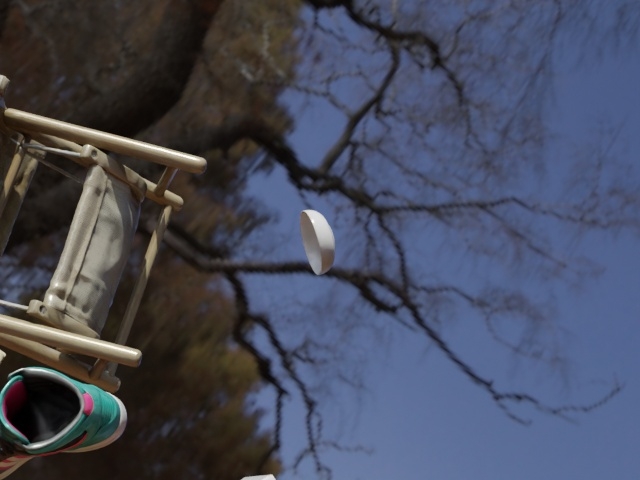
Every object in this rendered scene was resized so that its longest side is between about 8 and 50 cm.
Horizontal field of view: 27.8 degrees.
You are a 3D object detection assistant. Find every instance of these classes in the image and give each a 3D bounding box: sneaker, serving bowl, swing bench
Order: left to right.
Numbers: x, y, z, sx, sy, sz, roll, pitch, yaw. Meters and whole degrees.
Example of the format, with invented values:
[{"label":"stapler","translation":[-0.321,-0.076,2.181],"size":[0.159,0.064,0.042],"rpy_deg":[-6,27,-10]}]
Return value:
[{"label":"sneaker","translation":[-0.434,0.263,1.803],"size":[0.295,0.124,0.178],"rpy_deg":[-17,-23,2]},{"label":"swing bench","translation":[-0.292,-0.002,1.416],"size":[0.254,0.253,0.165],"rpy_deg":[21,-22,-11]},{"label":"serving bowl","translation":[0.000,0.000,1.611],"size":[0.083,0.027,0.083],"rpy_deg":[166,-90,-77]}]

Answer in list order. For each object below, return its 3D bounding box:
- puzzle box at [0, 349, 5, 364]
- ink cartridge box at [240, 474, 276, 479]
[{"label":"puzzle box","translation":[-0.741,0.166,2.140],"size":[0.409,0.052,0.272],"rpy_deg":[36,-53,-3]},{"label":"ink cartridge box","translation":[-0.166,0.356,1.599],"size":[0.224,0.181,0.056],"rpy_deg":[-19,-84,59]}]
